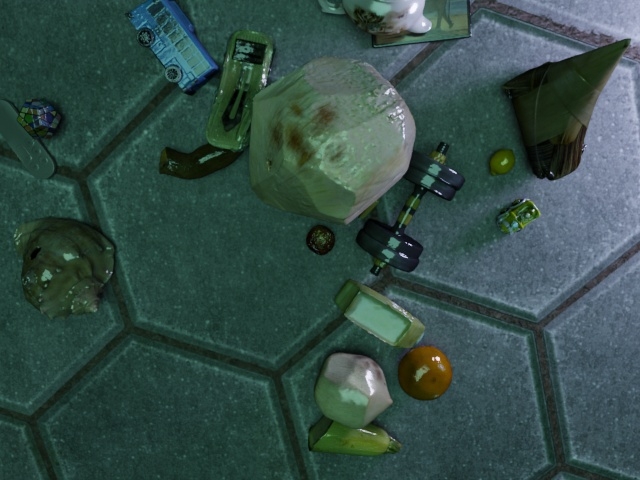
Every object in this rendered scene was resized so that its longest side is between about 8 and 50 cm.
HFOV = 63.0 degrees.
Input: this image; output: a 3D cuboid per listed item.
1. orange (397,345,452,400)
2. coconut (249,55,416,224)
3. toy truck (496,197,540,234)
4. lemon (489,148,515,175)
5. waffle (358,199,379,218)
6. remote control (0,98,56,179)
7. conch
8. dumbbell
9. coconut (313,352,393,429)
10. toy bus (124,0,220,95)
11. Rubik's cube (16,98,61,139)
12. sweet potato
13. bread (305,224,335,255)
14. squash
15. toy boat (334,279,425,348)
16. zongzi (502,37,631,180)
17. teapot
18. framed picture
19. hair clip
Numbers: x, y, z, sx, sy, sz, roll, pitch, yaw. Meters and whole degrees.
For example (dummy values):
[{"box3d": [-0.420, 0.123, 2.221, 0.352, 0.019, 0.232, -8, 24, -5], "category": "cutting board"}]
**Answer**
[{"box3d": [0.295, 0.375, 1.485, 0.156, 0.124, 0.156, -2, 100, -13], "category": "orange"}, {"box3d": [0.011, -0.225, 1.253, 0.415, 0.415, 0.344, -32, 130, 7], "category": "coconut"}, {"box3d": [0.537, -0.060, 1.417, 0.111, 0.077, 0.076, -38, 97, 8], "category": "toy truck"}, {"box3d": [0.486, -0.209, 1.399, 0.062, 0.062, 0.083, 33, 113, -5], "category": "lemon"}, {"box3d": [0.133, -0.129, 1.388, 0.021, 0.135, 0.092, 24, 139, -14], "category": "waffle"}, {"box3d": [-0.822, -0.277, 1.442, 0.077, 0.022, 0.245, -33, 99, 5], "category": "remote control"}, {"box3d": [-0.712, 0.065, 1.435, 0.324, 0.186, 0.263, 46, 81, -8], "category": "conch"}, {"box3d": [0.232, -0.079, 1.368, 0.185, 0.185, 0.388, 28, 100, -4], "category": "dumbbell"}, {"box3d": [0.096, 0.418, 1.460, 0.224, 0.224, 0.224, 0, 101, 2], "category": "coconut"}, {"box3d": [-0.374, -0.504, 1.341, 0.133, 0.116, 0.234, -35, 100, 7], "category": "toy bus"}, {"box3d": [-0.751, -0.324, 1.394, 0.093, 0.111, 0.111, 24, 102, -31], "category": "Rubik's cube"}, {"box3d": [-0.303, -0.237, 1.403, 0.286, 0.085, 0.112, -22, 95, 5], "category": "sweet potato"}, {"box3d": [0.000, 0.000, 1.455, 0.085, 0.053, 0.085, 0, 101, 2], "category": "bread"}, {"box3d": [0.116, 0.570, 1.534, 0.287, 0.137, 0.137, 10, 101, -6], "category": "squash"}, {"box3d": [0.173, 0.219, 1.478, 0.276, 0.084, 0.111, 33, 98, -4], "category": "toy boat"}, {"box3d": [0.623, -0.300, 1.256, 0.154, 0.317, 0.289, -26, 101, -20], "category": "zongzi"}, {"box3d": [0.141, -0.596, 1.286, 0.298, 0.139, 0.204, 17, 74, 1], "category": "teapot"}, {"box3d": [0.248, -0.685, 1.338, 0.265, 0.016, 0.347, -4, 100, 3], "category": "framed picture"}, {"box3d": [-0.204, -0.379, 1.359, 0.138, 0.091, 0.321, 12, 81, 8], "category": "hair clip"}]
